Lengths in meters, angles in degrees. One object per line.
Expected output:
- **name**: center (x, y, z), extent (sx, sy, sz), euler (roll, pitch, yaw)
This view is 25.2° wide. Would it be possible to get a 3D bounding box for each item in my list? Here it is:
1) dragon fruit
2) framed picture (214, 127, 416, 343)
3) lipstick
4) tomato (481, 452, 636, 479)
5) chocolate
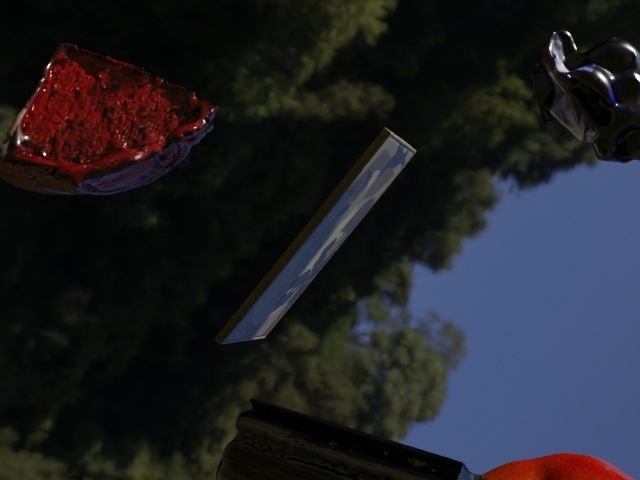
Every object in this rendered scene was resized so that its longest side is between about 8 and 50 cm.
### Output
- **dragon fruit**: center (-0.169, -0.073, 1.160), extent (0.127, 0.161, 0.120), euler (80, 30, -68)
- **framed picture**: center (0.000, 0.000, 1.111), extent (0.201, 0.010, 0.136), euler (-51, 171, 5)
- **lipstick**: center (0.134, 0.201, 0.946), extent (0.077, 0.418, 0.077), euler (18, 90, -82)
- **tomato**: center (0.199, 0.343, 1.292), extent (0.226, 0.299, 0.298), euler (69, 15, -54)
- **chocolate**: center (0.362, -0.093, 1.516), extent (0.148, 0.343, 0.126), euler (-40, 180, 18)
